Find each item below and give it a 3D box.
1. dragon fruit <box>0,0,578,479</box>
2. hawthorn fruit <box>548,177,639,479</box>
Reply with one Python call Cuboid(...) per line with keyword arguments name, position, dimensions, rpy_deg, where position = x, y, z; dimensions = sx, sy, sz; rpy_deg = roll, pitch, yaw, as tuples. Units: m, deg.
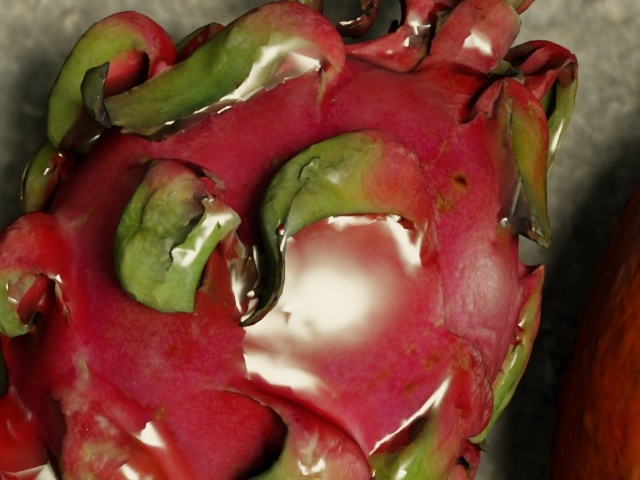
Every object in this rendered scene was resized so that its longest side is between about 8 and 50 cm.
Cuboid(name="dragon fruit", position=(-0.007, 0.006, 0.673), dimensions=(0.218, 0.198, 0.273), rpy_deg=(49, 43, -6))
Cuboid(name="hawthorn fruit", position=(0.217, 0.083, 0.737), dimensions=(0.275, 0.275, 0.300), rpy_deg=(29, 90, -23))
